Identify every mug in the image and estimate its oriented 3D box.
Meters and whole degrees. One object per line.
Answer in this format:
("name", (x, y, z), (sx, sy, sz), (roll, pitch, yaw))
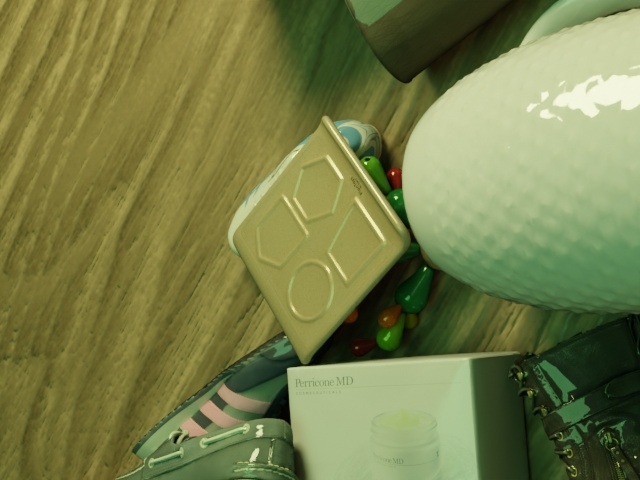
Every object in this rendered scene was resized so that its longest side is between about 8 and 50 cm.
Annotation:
("mug", (0.269, -0.106, 1.213), (0.328, 0.276, 0.374), (-7, 54, 39))

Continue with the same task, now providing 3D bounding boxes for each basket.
("basket", (0.147, -0.306, 1.342), (0.227, 0.154, 0.204), (-26, 70, 25))

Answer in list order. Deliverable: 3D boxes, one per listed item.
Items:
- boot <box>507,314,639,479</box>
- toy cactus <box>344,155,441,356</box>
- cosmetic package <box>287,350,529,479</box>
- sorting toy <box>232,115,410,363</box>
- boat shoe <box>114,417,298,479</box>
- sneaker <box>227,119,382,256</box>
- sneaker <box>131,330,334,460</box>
("boot", (0.256, 0.219, 1.280), (0.263, 0.091, 0.229), (-32, 70, 4))
("toy cactus", (0.097, 0.016, 1.403), (0.181, 0.112, 0.218), (-5, 83, 13))
("cosmetic package", (0.096, 0.237, 1.359), (0.224, 0.138, 0.224), (-7, 83, 31))
("sorting toy", (0.000, 0.000, 1.378), (0.208, 0.038, 0.193), (-53, 51, 28))
("boat shoe", (-0.135, 0.263, 1.422), (0.319, 0.116, 0.099), (-20, 54, 48))
("sneaker", (-0.031, -0.061, 1.479), (0.237, 0.086, 0.085), (-40, 70, 26))
("sneaker", (-0.078, 0.208, 1.500), (0.319, 0.112, 0.131), (-40, 85, 29))
